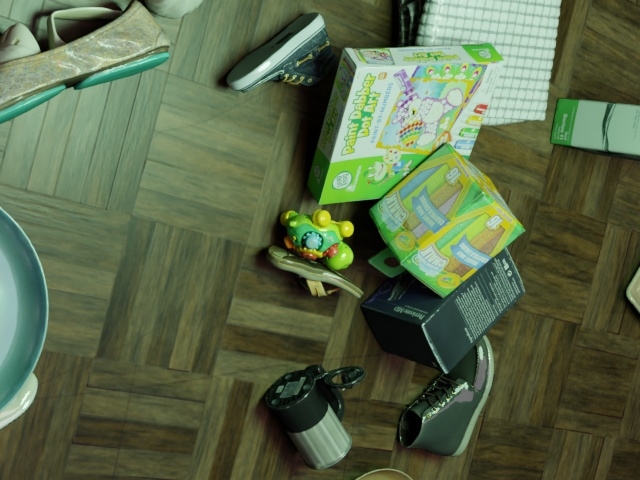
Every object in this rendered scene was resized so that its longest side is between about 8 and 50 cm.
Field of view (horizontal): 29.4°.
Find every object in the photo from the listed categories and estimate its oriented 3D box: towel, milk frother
[{"bbox_3d":[0.238,-0.304,1.923,0.283,0.121,0.235,-3,109,-33],"label":"towel"},{"bbox_3d":[0.015,0.260,1.845,0.129,0.143,0.135,-48,122,-30],"label":"milk frother"}]

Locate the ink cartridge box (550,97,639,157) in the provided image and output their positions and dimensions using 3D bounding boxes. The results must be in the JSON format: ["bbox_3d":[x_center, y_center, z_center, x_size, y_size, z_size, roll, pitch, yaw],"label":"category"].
[{"bbox_3d":[0.532,-0.188,2.121,0.153,0.208,0.087,8,94,-39],"label":"ink cartridge box"}]

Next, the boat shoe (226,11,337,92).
[{"bbox_3d":[-0.048,-0.245,1.740,0.183,0.065,0.083,-41,120,-26],"label":"boat shoe"}]

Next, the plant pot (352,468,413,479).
[{"bbox_3d":[0.078,0.487,2.014,0.236,0.032,0.236,-9,104,-38],"label":"plant pot"}]

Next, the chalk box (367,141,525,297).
[{"bbox_3d":[0.171,-0.015,1.840,0.213,0.132,0.132,-42,135,14],"label":"chalk box"}]

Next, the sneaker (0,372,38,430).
[{"bbox_3d":[-0.431,0.205,1.534,0.161,0.057,0.075,-38,125,-24],"label":"sneaker"}]

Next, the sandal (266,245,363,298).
[{"bbox_3d":[-0.015,0.057,1.832,0.180,0.072,0.049,21,102,-38],"label":"sandal"}]

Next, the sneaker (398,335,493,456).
[{"bbox_3d":[0.212,0.253,2.039,0.118,0.083,0.222,13,92,-39],"label":"sneaker"}]

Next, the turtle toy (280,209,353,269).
[{"bbox_3d":[0.000,0.000,1.806,0.130,0.095,0.066,25,73,-39],"label":"turtle toy"}]

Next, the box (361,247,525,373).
[{"bbox_3d":[0.196,0.094,1.949,0.207,0.153,0.108,-43,122,-25],"label":"box"}]

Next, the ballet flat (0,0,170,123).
[{"bbox_3d":[-0.334,-0.224,1.512,0.316,0.107,0.106,-28,95,-37],"label":"ballet flat"}]

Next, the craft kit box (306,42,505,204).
[{"bbox_3d":[0.122,-0.172,1.797,0.246,0.061,0.250,-5,134,-23],"label":"craft kit box"}]

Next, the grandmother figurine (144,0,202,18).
[{"bbox_3d":[-0.178,-0.460,1.581,0.207,0.104,0.342,3,101,-11],"label":"grandmother figurine"}]

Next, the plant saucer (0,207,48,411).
[{"bbox_3d":[-0.482,0.085,1.453,0.317,0.043,0.318,-1,91,-35],"label":"plant saucer"}]

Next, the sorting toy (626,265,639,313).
[{"bbox_3d":[0.683,0.081,2.413,0.193,0.038,0.208,45,67,-35],"label":"sorting toy"}]
